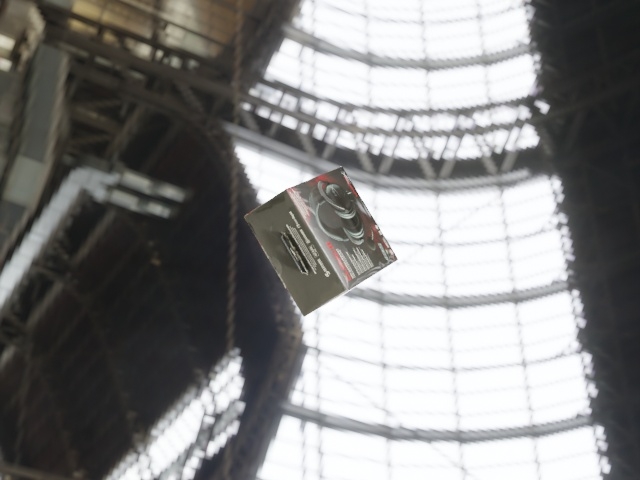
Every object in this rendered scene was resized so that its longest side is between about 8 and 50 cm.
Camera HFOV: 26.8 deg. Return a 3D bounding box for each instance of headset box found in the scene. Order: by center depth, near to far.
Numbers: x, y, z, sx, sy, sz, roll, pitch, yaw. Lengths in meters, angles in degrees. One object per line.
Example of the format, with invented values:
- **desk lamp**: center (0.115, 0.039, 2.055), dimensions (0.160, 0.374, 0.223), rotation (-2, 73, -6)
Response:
- **headset box**: center (0.000, 0.000, 0.710), dimensions (0.032, 0.062, 0.083), rotation (-32, 177, 25)
